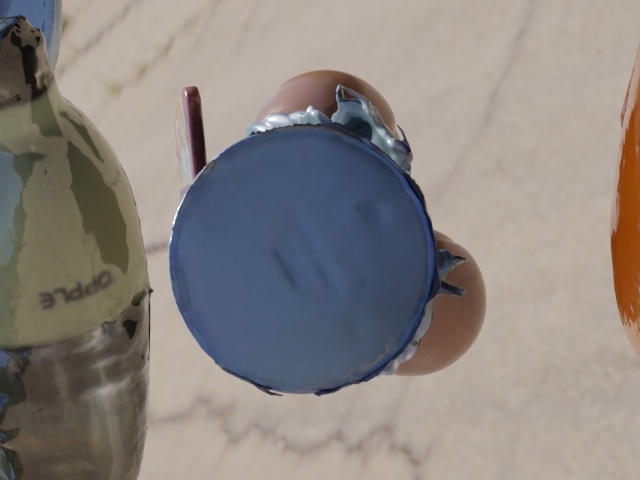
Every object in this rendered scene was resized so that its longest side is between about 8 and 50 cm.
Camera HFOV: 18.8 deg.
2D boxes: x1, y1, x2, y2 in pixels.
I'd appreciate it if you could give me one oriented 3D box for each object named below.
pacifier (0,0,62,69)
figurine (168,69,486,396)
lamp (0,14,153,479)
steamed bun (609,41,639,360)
[{"bbox_3d":[-0.268,-0.114,1.198,0.233,0.299,0.244,45,-129,-62],"label":"pacifier"},{"bbox_3d":[-0.001,-0.001,1.500,0.248,0.277,0.388,-26,-2,-6],"label":"figurine"},{"bbox_3d":[-0.115,0.025,0.783,0.101,0.101,0.250,-89,-8,-61],"label":"lamp"},{"bbox_3d":[0.260,-0.070,0.752,0.248,0.235,0.379,-108,24,-48],"label":"steamed bun"}]
